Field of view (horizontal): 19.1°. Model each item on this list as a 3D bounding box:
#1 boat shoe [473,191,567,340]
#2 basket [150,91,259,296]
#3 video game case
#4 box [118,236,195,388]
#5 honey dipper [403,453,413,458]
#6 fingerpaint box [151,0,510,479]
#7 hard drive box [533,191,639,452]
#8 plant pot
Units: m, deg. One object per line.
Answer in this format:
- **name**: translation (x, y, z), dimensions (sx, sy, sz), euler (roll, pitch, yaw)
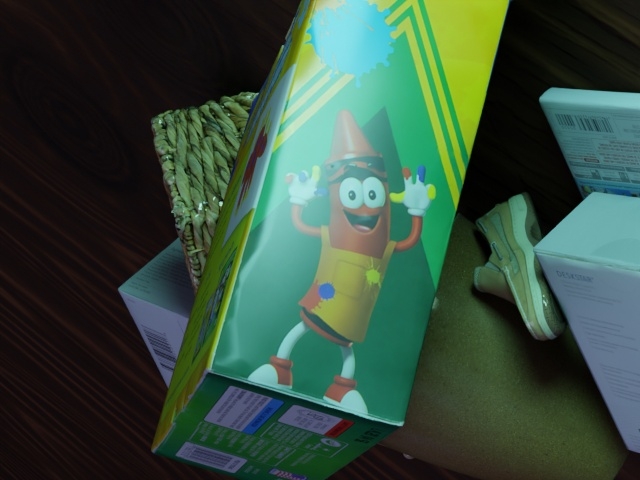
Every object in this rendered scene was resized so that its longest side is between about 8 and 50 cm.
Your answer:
- **boat shoe**: translation (0.174, 0.032, 1.713), dimensions (0.190, 0.072, 0.068), euler (-93, -19, -59)
- **basket**: translation (-0.046, -0.023, 2.083), dimensions (0.299, 0.223, 0.213), euler (77, 176, -45)
- **video game case**: translation (0.295, -0.040, 1.593), dimensions (0.212, 0.023, 0.193), euler (10, 134, 52)
- **box**: translation (-0.128, 0.113, 2.369), dimensions (0.182, 0.119, 0.181), euler (18, 141, 46)
- **honey dipper**: translation (0.061, 0.244, 2.359), dimensions (0.160, 0.030, 0.030), euler (17, 140, 44)
- **fingerpaint box**: translation (0.000, 0.000, 1.631), dimensions (0.163, 0.371, 0.445), euler (17, 163, -6)
- **hard drive box**: translation (0.308, 0.084, 1.611), dimensions (0.181, 0.089, 0.232), euler (12, 137, 52)
- **plant pot**: translation (0.179, 0.139, 1.826), dimensions (0.254, 0.237, 0.237), euler (31, 153, 5)
